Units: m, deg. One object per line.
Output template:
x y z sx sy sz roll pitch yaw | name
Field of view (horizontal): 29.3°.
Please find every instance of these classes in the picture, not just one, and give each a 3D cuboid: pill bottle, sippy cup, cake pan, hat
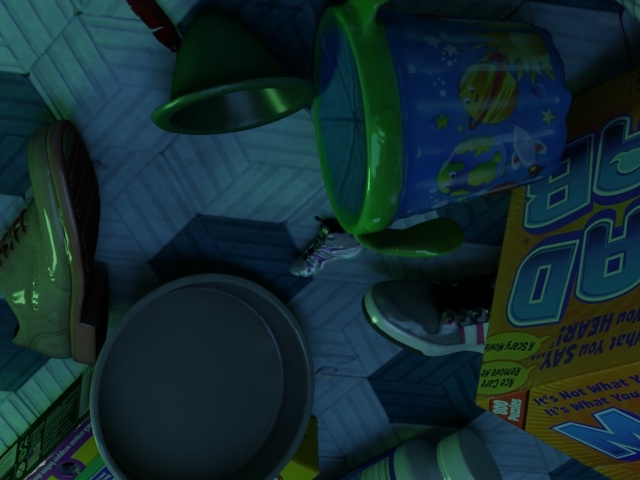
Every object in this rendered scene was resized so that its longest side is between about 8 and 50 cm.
0.113 0.370 1.707 0.272 0.152 0.152 -32 125 20 | pill bottle
0.125 -0.133 1.253 0.224 0.240 0.305 -7 164 -12 | sippy cup
-0.147 0.183 1.495 0.293 0.054 0.293 -3 96 -28 | cake pan
-0.112 -0.223 1.276 0.173 0.183 0.208 -15 171 17 | hat

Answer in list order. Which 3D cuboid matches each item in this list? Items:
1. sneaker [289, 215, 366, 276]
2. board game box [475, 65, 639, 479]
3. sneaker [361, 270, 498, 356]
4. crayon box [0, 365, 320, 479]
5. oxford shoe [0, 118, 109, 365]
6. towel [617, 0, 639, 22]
0.000 0.000 1.464 0.098 0.038 0.069 -23 127 3 | sneaker
0.430 0.045 1.247 0.356 0.356 0.356 31 148 -27 | board game box
0.213 0.064 1.471 0.295 0.124 0.178 11 134 -23 | sneaker
-0.233 0.315 1.666 0.313 0.106 0.363 31 121 -28 | crayon box
-0.319 0.013 1.398 0.130 0.123 0.348 4 129 0 | oxford shoe
0.321 -0.307 1.083 0.121 0.284 0.235 -26 136 -14 | towel
